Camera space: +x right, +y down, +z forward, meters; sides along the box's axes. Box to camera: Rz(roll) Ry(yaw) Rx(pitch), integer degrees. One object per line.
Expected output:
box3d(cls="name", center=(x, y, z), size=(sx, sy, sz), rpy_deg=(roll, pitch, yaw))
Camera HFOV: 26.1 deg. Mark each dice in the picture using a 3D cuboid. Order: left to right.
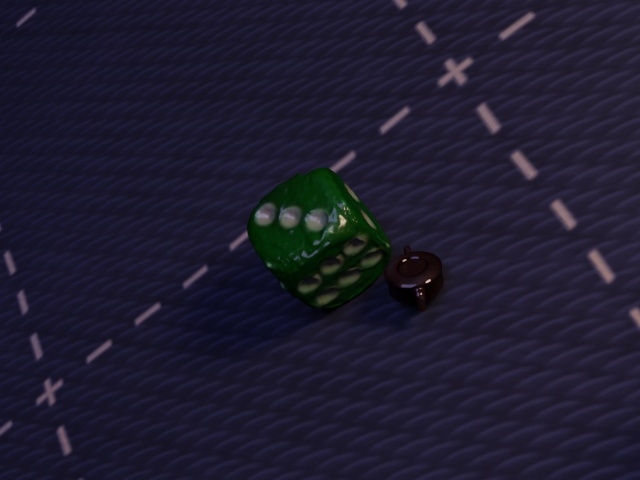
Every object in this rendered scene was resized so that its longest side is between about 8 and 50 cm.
box3d(cls="dice", center=(0.000, 0.000, 1.639), size=(0.128, 0.131, 0.120), rpy_deg=(-38, 51, 8))

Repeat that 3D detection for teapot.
box3d(cls="teapot", center=(0.109, 0.044, 1.597), size=(0.068, 0.045, 0.100), rpy_deg=(-12, 36, 1))
